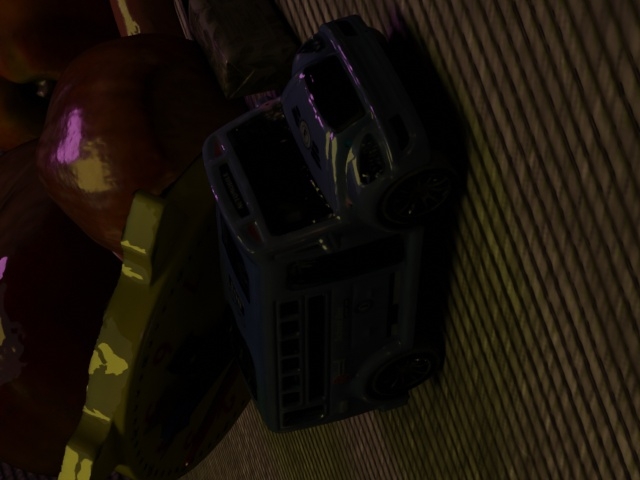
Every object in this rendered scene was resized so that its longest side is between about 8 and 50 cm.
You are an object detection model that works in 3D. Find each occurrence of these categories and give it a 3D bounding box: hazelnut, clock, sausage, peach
[{"bbox_3d":[-0.240,0.069,1.654,0.409,0.359,0.359,-113,9,-73],"label":"hazelnut"},{"bbox_3d":[-0.137,-0.069,1.243,0.182,0.182,0.182,162,90,-77],"label":"hazelnut"},{"bbox_3d":[-0.075,0.058,1.191,0.071,0.293,0.277,23,114,17],"label":"clock"},{"bbox_3d":[-0.158,-0.205,1.526,0.078,0.078,0.304,-174,66,-76],"label":"sausage"},{"bbox_3d":[-0.347,-0.233,1.897,0.281,0.238,0.281,38,-162,-15],"label":"peach"}]

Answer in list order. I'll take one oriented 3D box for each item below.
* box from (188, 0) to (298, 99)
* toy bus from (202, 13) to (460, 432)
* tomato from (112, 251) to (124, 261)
[{"bbox_3d":[-0.059,-0.155,1.211,0.045,0.062,0.098,93,158,-46],"label":"box"},{"bbox_3d":[0.000,0.000,1.014,0.292,0.133,0.125,90,158,-53],"label":"toy bus"},{"bbox_3d":[-0.127,-0.045,1.404,0.167,0.167,0.167,162,90,-77],"label":"tomato"}]
